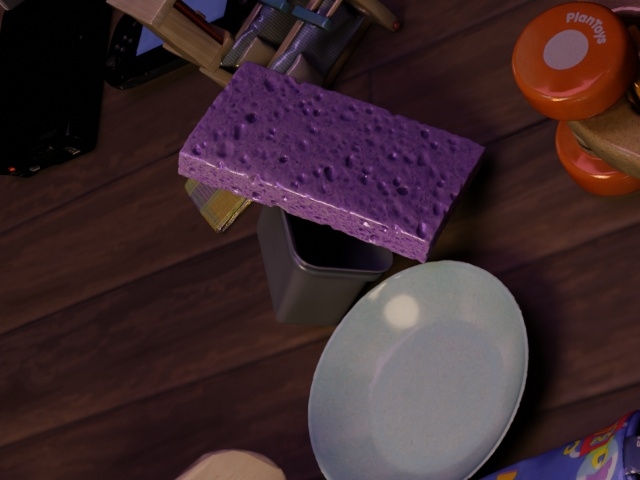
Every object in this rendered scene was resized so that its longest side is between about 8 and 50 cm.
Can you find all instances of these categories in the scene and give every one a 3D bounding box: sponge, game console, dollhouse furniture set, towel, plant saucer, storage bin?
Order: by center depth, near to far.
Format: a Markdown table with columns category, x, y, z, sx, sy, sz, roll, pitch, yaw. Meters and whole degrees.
| category | x | y | z | sx | sy | sz | roll | pitch | yaw |
| --- | --- | --- | --- | --- | --- | --- | --- | --- | --- |
| plant saucer | 0.078 | 0.110 | 1.272 | 0.195 | 0.037 | 0.195 | -22 | 52 | 31 |
| sponge | 0.009 | -0.063 | 1.335 | 0.210 | 0.031 | 0.117 | 21 | 50 | 13 |
| storage bin | 0.000 | 0.000 | 1.375 | 0.091 | 0.098 | 0.135 | 117 | 149 | -44 |
| dollhouse furniture set | -0.053 | -0.192 | 1.463 | 0.129 | 0.183 | 0.129 | 30 | 86 | 47 |
| towel | -0.087 | -0.047 | 1.532 | 0.060 | 0.009 | 0.083 | -50 | 43 | 7 |
| game console | -0.188 | -0.201 | 1.690 | 0.361 | 0.044 | 0.213 | -19 | 54 | 32 |

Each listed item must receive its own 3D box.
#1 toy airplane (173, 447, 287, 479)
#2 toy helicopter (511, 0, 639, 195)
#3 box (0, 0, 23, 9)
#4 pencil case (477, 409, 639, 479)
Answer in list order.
| category | x | y | z | sx | sy | sz | roll | pitch | yaw |
| --- | --- | --- | --- | --- | --- | --- | --- | --- | --- |
| toy airplane | -0.200 | 0.343 | 1.191 | 0.386 | 0.272 | 0.385 | -4 | 70 | -4 |
| toy helicopter | 0.319 | -0.098 | 1.151 | 0.355 | 0.140 | 0.235 | 36 | 82 | 36 |
| box | -0.267 | -0.358 | 1.776 | 0.207 | 0.108 | 0.153 | -29 | 28 | 25 |
| pencil case | 0.113 | 0.215 | 1.113 | 0.306 | 0.119 | 0.133 | -29 | 18 | 27 |
